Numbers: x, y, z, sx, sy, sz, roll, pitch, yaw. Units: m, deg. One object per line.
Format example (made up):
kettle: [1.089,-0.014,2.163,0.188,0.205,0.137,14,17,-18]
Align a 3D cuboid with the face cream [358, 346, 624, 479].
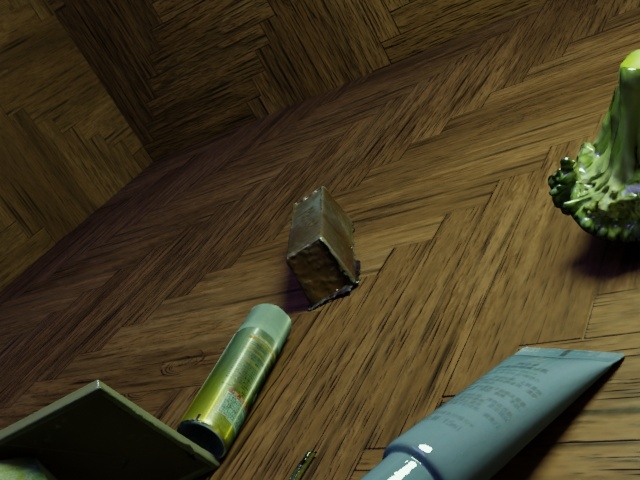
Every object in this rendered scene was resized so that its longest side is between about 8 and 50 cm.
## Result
face cream: [0.162,0.197,0.791,0.385,0.087,0.135,-26,13,-38]

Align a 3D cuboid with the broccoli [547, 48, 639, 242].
broccoli: [0.411,-0.113,0.969,0.246,0.244,0.263,-11,30,13]

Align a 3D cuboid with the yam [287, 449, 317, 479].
yam: [-0.036,0.304,0.960,0.014,0.014,0.107,-11,29,43]

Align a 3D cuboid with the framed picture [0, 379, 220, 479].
framed picture: [-0.287,0.288,1.005,0.208,0.281,0.019,-26,48,8]

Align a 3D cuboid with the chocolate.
chocolate: [0.000,0.000,1.472,0.111,0.112,0.321,-29,20,13]

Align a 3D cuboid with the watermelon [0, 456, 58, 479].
watermelon: [-0.338,0.421,0.893,0.193,0.232,0.310,-35,65,-17]

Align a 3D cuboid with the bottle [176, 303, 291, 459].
bottle: [-0.127,0.211,1.202,0.082,0.082,0.286,-18,24,30]
